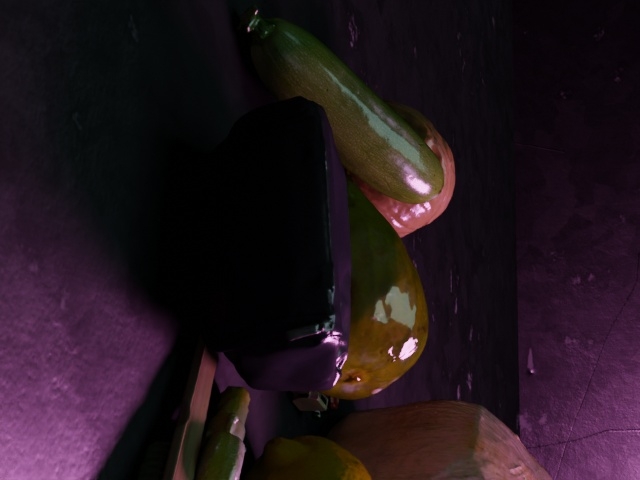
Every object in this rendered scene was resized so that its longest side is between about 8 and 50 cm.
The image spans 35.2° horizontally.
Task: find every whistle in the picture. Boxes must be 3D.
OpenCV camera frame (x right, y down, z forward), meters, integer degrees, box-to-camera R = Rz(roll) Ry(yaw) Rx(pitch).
[{"bbox_3d":[-0.107,0.238,1.138,0.198,0.057,0.104,-74,-172,-61],"label":"whistle"}]

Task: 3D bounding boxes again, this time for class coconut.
[{"bbox_3d":[0.190,0.431,1.533,0.404,0.404,0.405,-3,90,-71],"label":"coconut"}]

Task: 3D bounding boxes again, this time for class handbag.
[{"bbox_3d":[-0.060,0.012,1.140,0.275,0.177,0.302,64,22,-73],"label":"handbag"}]

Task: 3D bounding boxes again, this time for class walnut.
[{"bbox_3d":[0.102,-0.113,1.594,0.228,0.228,0.228,-3,90,-71],"label":"walnut"}]

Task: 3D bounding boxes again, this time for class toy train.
[{"bbox_3d":[-0.003,0.189,1.483,0.087,0.050,0.138,59,34,-48],"label":"toy train"}]

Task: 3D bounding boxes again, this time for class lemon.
[{"bbox_3d":[-0.012,0.350,1.242,0.184,0.184,0.249,-48,128,-64],"label":"lemon"}]

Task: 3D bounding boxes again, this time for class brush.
[{"bbox_3d":[-0.151,0.208,1.071,0.282,0.048,0.054,-81,161,-50],"label":"brush"}]

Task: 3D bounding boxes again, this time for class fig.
[{"bbox_3d":[0.012,0.058,1.377,0.314,0.233,0.233,59,10,21],"label":"fig"}]

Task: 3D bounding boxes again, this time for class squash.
[{"bbox_3d":[0.034,-0.171,1.386,0.395,0.107,0.107,41,42,-25],"label":"squash"}]
